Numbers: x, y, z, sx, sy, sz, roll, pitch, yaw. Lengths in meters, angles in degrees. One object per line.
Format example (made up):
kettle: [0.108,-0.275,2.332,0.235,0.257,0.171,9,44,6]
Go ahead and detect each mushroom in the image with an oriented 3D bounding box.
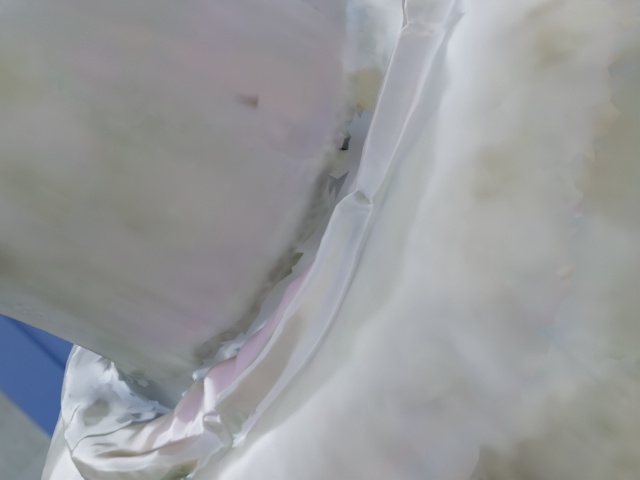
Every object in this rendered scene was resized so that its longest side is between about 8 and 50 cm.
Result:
mushroom: [0.031,0.005,0.593,0.325,0.353,0.353,-38,-11,-43]
